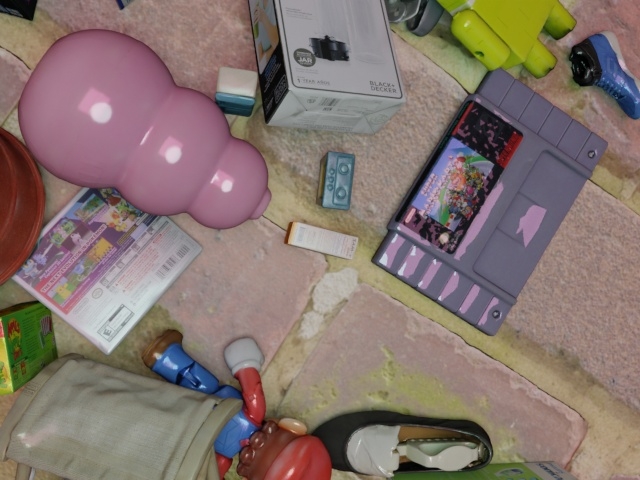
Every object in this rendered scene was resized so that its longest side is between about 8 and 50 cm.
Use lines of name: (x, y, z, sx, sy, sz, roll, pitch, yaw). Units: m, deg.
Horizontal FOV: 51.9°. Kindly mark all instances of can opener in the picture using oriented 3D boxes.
can opener: (0.162, -0.452, 0.989, 0.095, 0.076, 0.283, 16, 88, -40)

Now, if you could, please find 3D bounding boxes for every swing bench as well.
swing bench: (-0.250, 0.304, 0.819, 0.254, 0.165, 0.254, 11, 110, 16)

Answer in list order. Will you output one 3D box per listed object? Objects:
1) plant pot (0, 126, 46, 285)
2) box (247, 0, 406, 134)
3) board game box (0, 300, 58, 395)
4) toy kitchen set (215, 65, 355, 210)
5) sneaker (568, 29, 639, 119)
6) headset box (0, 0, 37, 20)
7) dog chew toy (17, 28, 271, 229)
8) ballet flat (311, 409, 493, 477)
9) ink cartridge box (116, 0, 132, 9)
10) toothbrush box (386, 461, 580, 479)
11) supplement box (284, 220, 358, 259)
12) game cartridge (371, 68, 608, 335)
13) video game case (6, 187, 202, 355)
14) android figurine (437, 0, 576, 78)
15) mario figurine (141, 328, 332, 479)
plant pot: (-0.504, -0.070, 0.763, 0.273, 0.265, 0.272, 1, 78, -3)
box: (-0.001, -0.293, 0.879, 0.169, 0.087, 0.289, -1, 70, -25)
board game box: (-0.394, 0.134, 0.854, 0.043, 0.181, 0.092, -9, 93, -6)
toy kitchen set: (-0.050, -0.137, 0.928, 0.207, 0.122, 0.165, 7, 91, -8)
sneaker: (0.443, -0.246, 1.027, 0.085, 0.058, 0.152, -26, 91, -13)
headset box: (-0.417, -0.457, 0.806, 0.131, 0.246, 0.282, 14, 88, -8)
dog chew toy: (-0.216, -0.127, 0.873, 0.332, 0.207, 0.206, 31, 87, -16)
ballet flat: (0.126, 0.304, 0.978, 0.281, 0.096, 0.095, 0, 92, -8)
ink cartridge box: (-0.156, -0.470, 0.877, 0.371, 0.176, 0.069, -44, 96, -5)
toothbrush box: (0.247, 0.456, 0.987, 0.284, 0.122, 0.206, 0, 91, -7)
supplement box: (0.000, 0.000, 0.969, 0.099, 0.062, 0.036, 15, 88, -9)
game cartridge: (0.258, -0.061, 1.009, 0.230, 0.068, 0.355, 32, 87, -12)
video game case: (-0.301, 0.027, 0.928, 0.183, 0.023, 0.201, 41, 74, -7)
android figurine: (0.265, -0.372, 0.963, 0.273, 0.056, 0.248, 40, 69, -21)
mario figurine: (-0.126, 0.271, 0.951, 0.321, 0.170, 0.198, 36, 123, 3)
